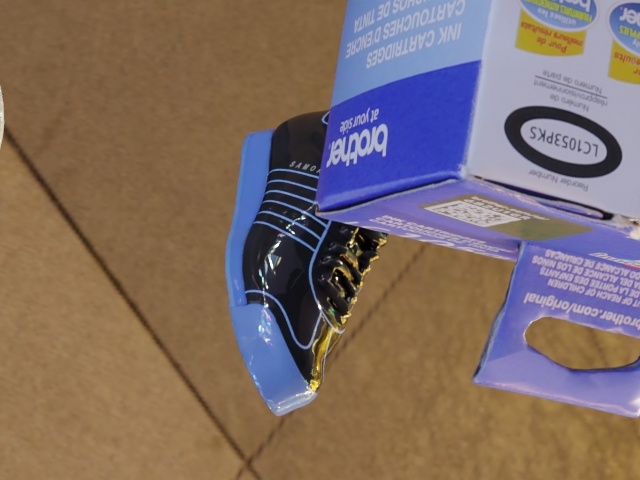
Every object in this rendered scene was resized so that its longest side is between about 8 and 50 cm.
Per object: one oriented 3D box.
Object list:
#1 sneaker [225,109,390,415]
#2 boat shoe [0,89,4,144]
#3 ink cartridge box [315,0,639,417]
[{"bbox_3d":[0.000,0.000,0.916,0.232,0.091,0.081,-91,157,-45],"label":"sneaker"},{"bbox_3d":[-0.284,-0.100,0.454,0.500,0.156,0.186,20,53,-48],"label":"boat shoe"},{"bbox_3d":[0.160,-0.119,0.715,0.270,0.151,0.395,13,79,-24],"label":"ink cartridge box"}]
